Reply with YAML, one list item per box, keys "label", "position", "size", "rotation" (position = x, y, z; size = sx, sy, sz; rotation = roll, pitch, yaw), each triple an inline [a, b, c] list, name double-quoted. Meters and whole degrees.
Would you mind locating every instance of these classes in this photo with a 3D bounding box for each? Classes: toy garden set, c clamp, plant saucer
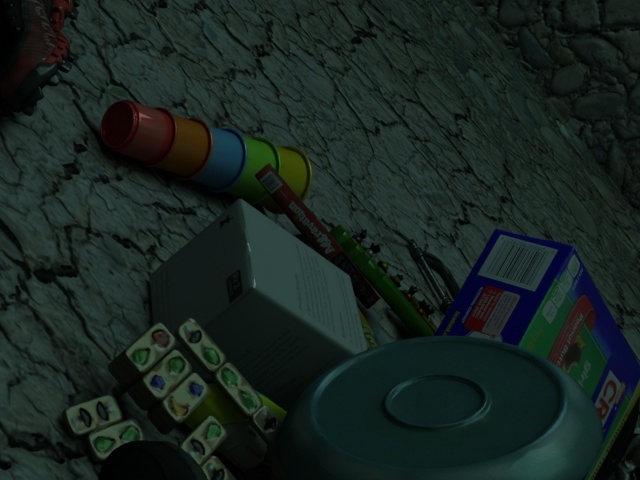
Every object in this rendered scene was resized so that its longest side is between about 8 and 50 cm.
- label: "toy garden set"
  position: [0.116, 0.079, 2.026]
  size: [0.204, 0.049, 0.244]
  rotation: [51, 0, -21]
- label: "c clamp"
  position: [0.180, 0.063, 2.331]
  size: [0.137, 0.022, 0.161]
  rotation: [21, 34, -58]
- label: "plant saucer"
  position: [0.113, 0.170, 1.473]
  size: [0.317, 0.317, 0.044]
  rotation: [-74, 159, -64]

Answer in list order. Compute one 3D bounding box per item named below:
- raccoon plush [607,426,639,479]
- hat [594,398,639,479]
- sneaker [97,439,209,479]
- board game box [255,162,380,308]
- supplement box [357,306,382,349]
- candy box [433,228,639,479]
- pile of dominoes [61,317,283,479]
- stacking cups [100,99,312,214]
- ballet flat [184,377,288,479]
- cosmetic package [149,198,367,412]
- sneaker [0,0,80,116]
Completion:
- label: "raccoon plush"
  position: [0.538, 0.444, 2.287]
  size: [0.216, 0.299, 0.446]
  rotation: [-119, -168, -63]
- label: "hat"
  position: [0.270, 0.215, 2.052]
  size: [0.331, 0.331, 0.134]
  rotation: [36, -11, -30]
- label: "sneaker"
  position: [-0.167, 0.269, 1.220]
  size: [0.139, 0.125, 0.341]
  rotation: [34, 25, -24]
- label: "board game box"
  position: [0.000, 0.000, 1.928]
  size: [0.145, 0.027, 0.281]
  rotation: [50, 0, 19]
- label: "supplement box"
  position: [0.041, 0.161, 1.838]
  size: [0.233, 0.080, 0.078]
  rotation: [56, 21, 22]
- label: "candy box"
  position: [0.248, 0.186, 1.823]
  size: [0.122, 0.268, 0.317]
  rotation: [17, -23, 37]
- label: "pile of dominoes"
  position: [-0.105, 0.199, 1.456]
  size: [0.251, 0.040, 0.196]
  rotation: [50, 46, -3]
- label: "stacking cups"
  position: [-0.138, -0.109, 1.904]
  size: [0.316, 0.096, 0.096]
  rotation: [18, 38, -52]
- label: "ballet flat"
  position: [-0.061, 0.208, 1.583]
  size: [0.231, 0.077, 0.077]
  rotation: [29, 39, -44]
- label: "cosmetic package"
  position: [-0.069, 0.086, 1.652]
  size: [0.183, 0.151, 0.151]
  rotation: [36, 26, -32]
- label: "sneaker"
  position: [-0.349, -0.243, 1.719]
  size: [0.135, 0.097, 0.276]
  rotation: [38, 23, -27]
